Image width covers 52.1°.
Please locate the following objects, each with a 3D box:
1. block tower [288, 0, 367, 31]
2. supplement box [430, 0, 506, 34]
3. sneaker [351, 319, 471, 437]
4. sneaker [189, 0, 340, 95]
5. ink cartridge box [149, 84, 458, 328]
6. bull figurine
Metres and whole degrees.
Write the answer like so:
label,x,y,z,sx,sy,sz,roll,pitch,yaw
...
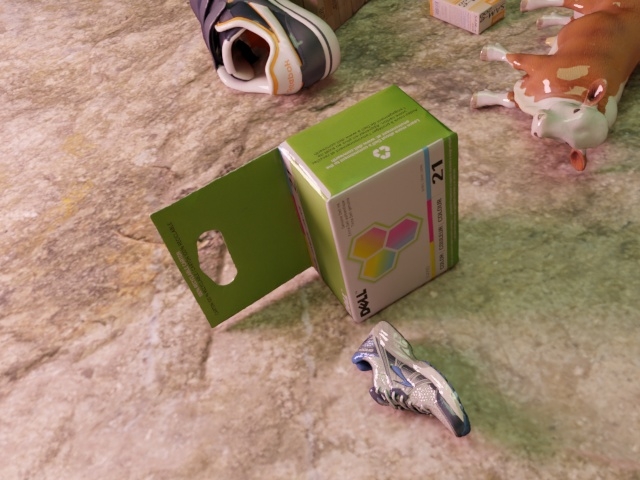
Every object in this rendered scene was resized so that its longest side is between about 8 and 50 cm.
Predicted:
label,x,y,z,sx,sy,sz,roll,pitch,yaw
block tower,0.063,-0.467,1.090,0.091,0.097,0.335,25,57,29
supplement box,0.222,-0.355,0.991,0.062,0.036,0.098,-38,52,-20
sneaker,0.077,0.133,0.584,0.058,0.052,0.135,-39,44,-9
sneaker,-0.124,-0.315,0.972,0.127,0.126,0.321,-35,52,-26
ink cartridge box,0.000,0.000,0.620,0.255,0.189,0.097,-30,51,-13
bull figurine,0.304,-0.214,0.802,0.188,0.101,0.310,26,59,33
